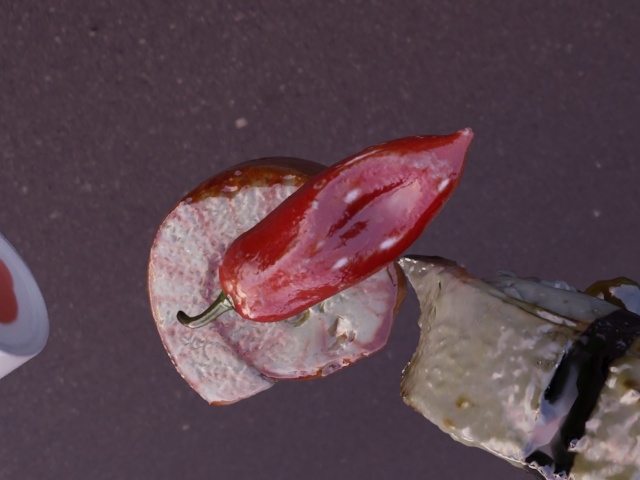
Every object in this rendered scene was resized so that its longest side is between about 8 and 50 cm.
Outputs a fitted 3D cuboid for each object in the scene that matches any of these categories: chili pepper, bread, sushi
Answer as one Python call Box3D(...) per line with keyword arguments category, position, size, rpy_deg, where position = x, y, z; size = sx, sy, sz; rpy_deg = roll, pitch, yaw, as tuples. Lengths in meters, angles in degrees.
Box3D(category="chili pepper", position=(0.000, 0.001, 0.569), size=(0.191, 0.050, 0.059), rpy_deg=(-34, 96, 19))
Box3D(category="bread", position=(-0.061, 0.043, 1.442), size=(0.327, 0.114, 0.295), rpy_deg=(-18, 99, 14))
Box3D(category="sushi", position=(0.134, 0.078, 0.534), size=(0.134, 0.273, 0.109), rpy_deg=(-59, 161, 13))

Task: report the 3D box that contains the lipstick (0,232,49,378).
Box3D(category="lipstick", position=(-0.288, 0.103, 0.557), size=(0.327, 0.087, 0.087), rpy_deg=(-33, 139, 12))
